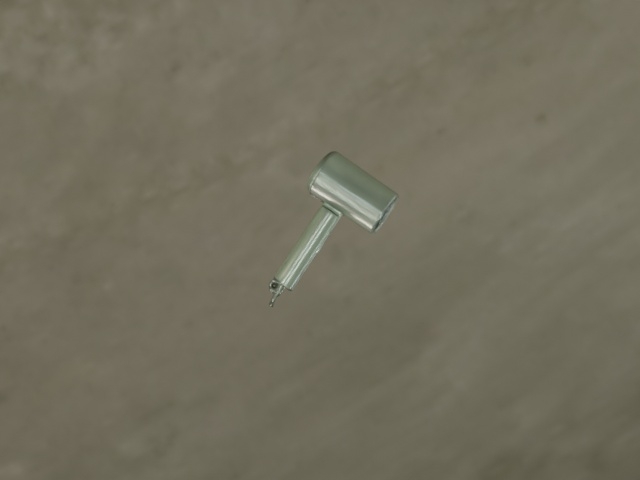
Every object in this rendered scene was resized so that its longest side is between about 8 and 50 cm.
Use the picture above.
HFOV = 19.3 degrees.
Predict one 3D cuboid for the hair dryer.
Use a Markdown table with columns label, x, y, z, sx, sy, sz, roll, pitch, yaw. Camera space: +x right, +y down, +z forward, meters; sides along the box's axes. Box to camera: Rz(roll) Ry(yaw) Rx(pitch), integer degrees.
| label | x | y | z | sx | sy | sz | roll | pitch | yaw |
| --- | --- | --- | --- | --- | --- | --- | --- | --- | --- |
| hair dryer | 0.000 | 0.000 | 1.408 | 0.124 | 0.063 | 0.038 | -56 | 170 | 2 |
